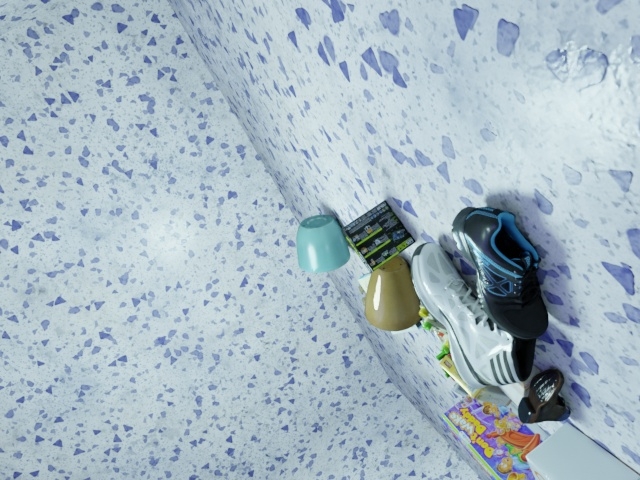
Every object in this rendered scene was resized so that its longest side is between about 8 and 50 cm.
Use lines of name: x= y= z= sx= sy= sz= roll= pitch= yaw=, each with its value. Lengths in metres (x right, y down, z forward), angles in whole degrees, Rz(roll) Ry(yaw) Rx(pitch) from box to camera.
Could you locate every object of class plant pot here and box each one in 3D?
plant pot: x=0.000 y=0.000 z=2.246 sx=0.293 sy=0.293 sz=0.235 roll=-140 pitch=34 yaw=-60
plant pot: x=0.283 y=0.189 z=1.669 sx=0.237 sy=0.237 sz=0.254 roll=45 pitch=151 yaw=51

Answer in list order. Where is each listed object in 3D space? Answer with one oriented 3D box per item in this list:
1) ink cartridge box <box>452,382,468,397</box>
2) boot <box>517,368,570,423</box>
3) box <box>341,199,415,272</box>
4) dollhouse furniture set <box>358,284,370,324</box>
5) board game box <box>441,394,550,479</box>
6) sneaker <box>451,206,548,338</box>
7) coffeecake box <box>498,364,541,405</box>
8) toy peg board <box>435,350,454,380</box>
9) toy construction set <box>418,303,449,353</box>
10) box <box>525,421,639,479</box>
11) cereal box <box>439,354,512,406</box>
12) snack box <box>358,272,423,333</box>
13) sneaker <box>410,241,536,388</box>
ink cartridge box: x=0.627 y=0.655 z=1.751 sx=0.145 sy=0.045 sz=0.179 roll=26 pitch=162 yaw=20
boot: x=0.631 y=0.425 z=1.132 sx=0.082 sy=0.106 sz=0.219 roll=-88 pitch=6 yaw=-51
box: x=0.199 y=-0.015 z=1.437 sx=0.184 sy=0.190 sz=0.045 roll=55 pitch=168 yaw=5
dollhouse furniture set: x=0.315 y=0.310 z=2.223 sx=0.212 sy=0.161 sz=0.242 roll=88 pitch=169 yaw=-72
board game box: x=0.634 y=0.694 z=1.460 sx=0.347 sy=0.233 sz=0.078 roll=45 pitch=165 yaw=50
sneaker: x=0.410 y=0.080 z=0.903 sx=0.341 sy=0.125 sz=0.139 roll=56 pitch=166 yaw=-10
coffeecake box: x=0.584 y=0.407 z=1.266 sx=0.142 sy=0.068 sz=0.185 roll=48 pitch=167 yaw=46
toy peg board: x=0.568 y=0.535 z=1.738 sx=0.161 sy=0.079 sz=0.160 roll=60 pitch=170 yaw=-21
toy construction set: x=0.429 y=0.298 z=1.435 sx=0.215 sy=0.151 sz=0.328 roll=28 pitch=170 yaw=15
box: x=0.756 y=0.728 z=1.162 sx=0.345 sy=0.168 sz=0.215 roll=60 pitch=170 yaw=-24
cereal box: x=0.549 y=0.494 z=1.463 sx=0.240 sy=0.047 sz=0.173 roll=26 pitch=-169 yaw=-36
snack box: x=0.328 y=0.284 z=1.962 sx=0.322 sy=0.060 sz=0.187 roll=57 pitch=145 yaw=-1
sneaker: x=0.440 y=0.181 z=1.149 sx=0.257 sy=0.169 sz=0.447 roll=-37 pitch=75 yaw=57
